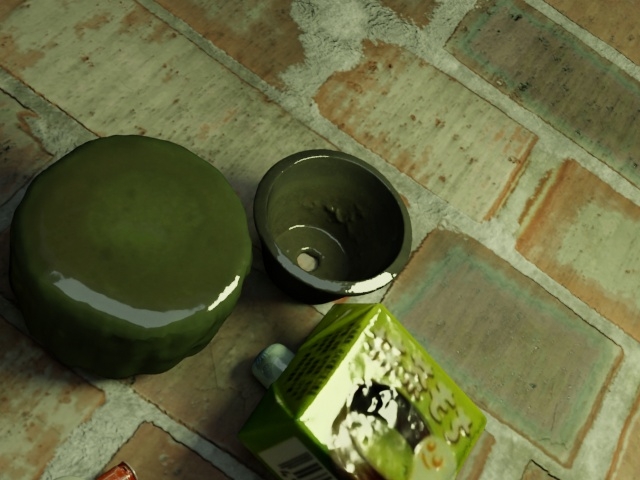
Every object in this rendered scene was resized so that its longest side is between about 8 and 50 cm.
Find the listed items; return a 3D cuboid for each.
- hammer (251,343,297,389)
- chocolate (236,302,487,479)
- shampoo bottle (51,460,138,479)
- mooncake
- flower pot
[{"bbox_3d":[-0.015,0.181,1.607,0.116,0.069,0.194,41,50,8],"label":"hammer"},{"bbox_3d":[0.077,0.275,1.492,0.301,0.137,0.288,48,52,-12],"label":"chocolate"},{"bbox_3d":[-0.347,0.375,1.364,0.221,0.051,0.108,-31,72,-32],"label":"shampoo bottle"},{"bbox_3d":[-0.288,0.026,1.521,0.357,0.194,0.356,7,59,-12],"label":"mooncake"},{"bbox_3d":[0.000,0.000,1.663,0.269,0.166,0.269,10,59,-17],"label":"flower pot"}]
